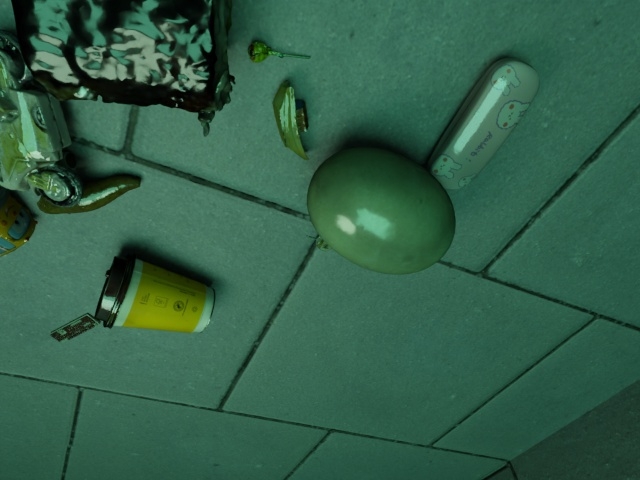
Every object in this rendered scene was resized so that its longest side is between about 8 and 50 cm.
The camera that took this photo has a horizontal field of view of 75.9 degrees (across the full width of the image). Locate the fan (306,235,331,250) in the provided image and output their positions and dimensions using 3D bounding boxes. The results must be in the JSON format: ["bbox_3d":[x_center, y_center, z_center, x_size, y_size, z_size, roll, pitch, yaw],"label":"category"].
[{"bbox_3d":[0.004,0.007,1.106,0.080,0.003,0.060,-6,128,1],"label":"fan"}]

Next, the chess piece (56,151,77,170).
[{"bbox_3d":[-0.590,-0.169,0.902,0.093,0.042,0.042,-5,129,6],"label":"chess piece"}]

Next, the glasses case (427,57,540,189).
[{"bbox_3d":[0.342,-0.239,0.883,0.113,0.075,0.297,15,127,-18],"label":"glasses case"}]

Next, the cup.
[{"bbox_3d":[-0.436,0.155,1.090,0.279,0.197,0.196,20,125,-30],"label":"cup"}]

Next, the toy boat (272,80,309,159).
[{"bbox_3d":[-0.056,-0.244,0.864,0.066,0.065,0.172,-21,132,-12],"label":"toy boat"}]

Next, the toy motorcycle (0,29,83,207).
[{"bbox_3d":[-0.611,-0.223,0.807,0.222,0.108,0.341,1,119,7],"label":"toy motorcycle"}]

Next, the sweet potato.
[{"bbox_3d":[-0.533,-0.105,0.936,0.243,0.077,0.077,-10,129,7],"label":"sweet potato"}]

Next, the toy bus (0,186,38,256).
[{"bbox_3d":[-0.780,-0.025,0.954,0.209,0.126,0.136,-19,136,10],"label":"toy bus"}]

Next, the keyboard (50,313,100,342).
[{"bbox_3d":[-0.754,0.274,1.262,0.165,0.017,0.055,-26,126,16],"label":"keyboard"}]

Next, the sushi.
[{"bbox_3d":[-0.270,-0.346,0.617,0.293,0.300,0.281,7,144,-12],"label":"sushi"}]

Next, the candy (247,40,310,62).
[{"bbox_3d":[-0.079,-0.358,0.793,0.122,0.035,0.035,0,173,-16],"label":"candy"}]

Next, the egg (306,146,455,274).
[{"bbox_3d":[0.135,-0.060,0.901,0.352,0.259,0.258,28,122,-26],"label":"egg"}]
